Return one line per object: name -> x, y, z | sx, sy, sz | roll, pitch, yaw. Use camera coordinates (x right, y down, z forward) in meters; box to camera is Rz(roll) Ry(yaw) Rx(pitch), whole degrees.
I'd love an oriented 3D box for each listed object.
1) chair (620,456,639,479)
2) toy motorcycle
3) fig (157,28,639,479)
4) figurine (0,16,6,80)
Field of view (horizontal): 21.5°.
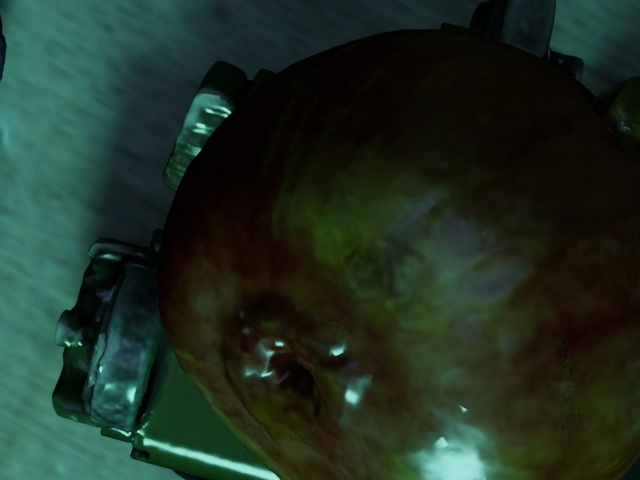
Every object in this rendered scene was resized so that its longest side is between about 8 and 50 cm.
chair -> 0.152, 0.143, 0.701 | 0.260, 0.141, 0.154 | -31, 102, -35
toy motorcycle -> 0.000, 0.000, 0.766 | 0.205, 0.127, 0.275 | 16, 100, -2
fig -> 0.049, 0.012, 0.618 | 0.205, 0.205, 0.205 | 0, 93, -2
figurine -> -0.167, -0.120, 0.782 | 0.079, 0.077, 0.136 | 41, 74, -37
